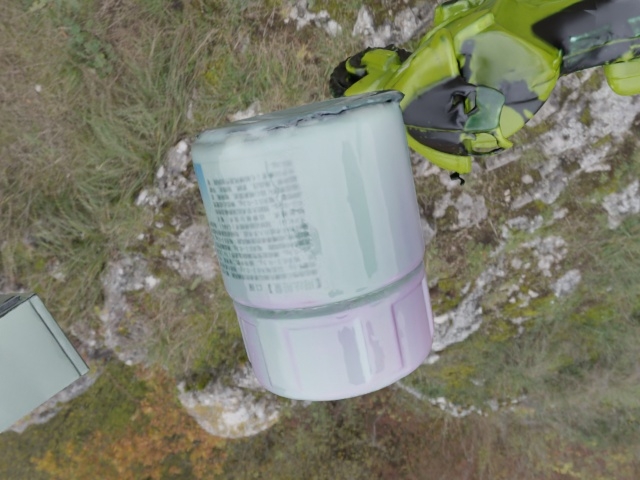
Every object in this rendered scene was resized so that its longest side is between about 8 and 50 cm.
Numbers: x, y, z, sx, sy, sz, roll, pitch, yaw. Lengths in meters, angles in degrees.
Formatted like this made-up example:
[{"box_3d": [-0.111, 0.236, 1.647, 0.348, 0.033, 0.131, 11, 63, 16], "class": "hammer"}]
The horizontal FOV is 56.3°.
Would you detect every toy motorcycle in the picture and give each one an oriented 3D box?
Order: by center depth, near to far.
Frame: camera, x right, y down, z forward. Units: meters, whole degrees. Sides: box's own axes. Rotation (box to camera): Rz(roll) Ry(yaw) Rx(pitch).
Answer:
[{"box_3d": [0.181, -0.166, 0.532, 0.343, 0.206, 0.142, -18, 136, 2], "class": "toy motorcycle"}]

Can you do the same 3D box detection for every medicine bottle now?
[{"box_3d": [0.000, 0.000, 0.383, 0.135, 0.135, 0.168, -10, 104, 10], "class": "medicine bottle"}]

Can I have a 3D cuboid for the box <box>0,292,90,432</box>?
[{"box_3d": [-0.429, 0.166, 0.707, 0.225, 0.225, 0.117, -9, 114, 56], "class": "box"}]
